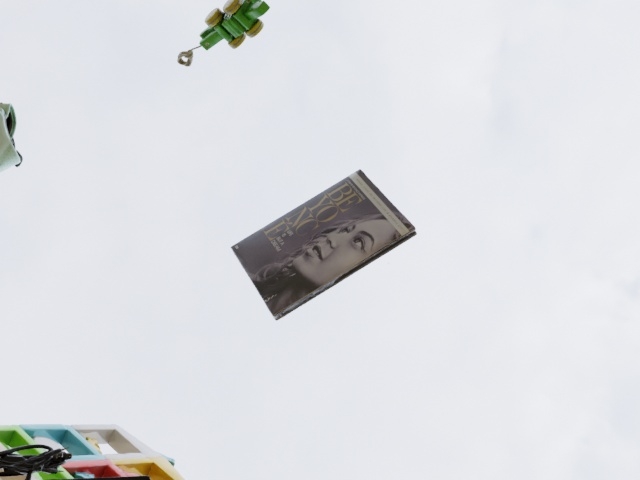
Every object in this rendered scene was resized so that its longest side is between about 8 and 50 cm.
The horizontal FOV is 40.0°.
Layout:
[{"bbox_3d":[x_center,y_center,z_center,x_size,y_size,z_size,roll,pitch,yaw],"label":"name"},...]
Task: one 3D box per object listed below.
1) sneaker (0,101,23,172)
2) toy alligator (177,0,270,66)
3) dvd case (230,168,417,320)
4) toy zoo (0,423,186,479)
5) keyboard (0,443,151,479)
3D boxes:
[{"bbox_3d":[-0.516,-0.174,1.243,0.151,0.094,0.256,-27,-114,-18],"label":"sneaker"},{"bbox_3d":[-0.134,-0.302,1.235,0.056,0.190,0.051,42,-131,-29],"label":"toy alligator"},{"bbox_3d":[0.000,0.000,1.209,0.221,0.018,0.164,-31,-138,-6],"label":"dvd case"},{"bbox_3d":[-0.302,0.309,1.197,0.192,0.293,0.030,27,-84,36],"label":"toy zoo"},{"bbox_3d":[-0.212,0.190,0.623,0.192,0.038,0.100,6,-91,-29],"label":"keyboard"}]
